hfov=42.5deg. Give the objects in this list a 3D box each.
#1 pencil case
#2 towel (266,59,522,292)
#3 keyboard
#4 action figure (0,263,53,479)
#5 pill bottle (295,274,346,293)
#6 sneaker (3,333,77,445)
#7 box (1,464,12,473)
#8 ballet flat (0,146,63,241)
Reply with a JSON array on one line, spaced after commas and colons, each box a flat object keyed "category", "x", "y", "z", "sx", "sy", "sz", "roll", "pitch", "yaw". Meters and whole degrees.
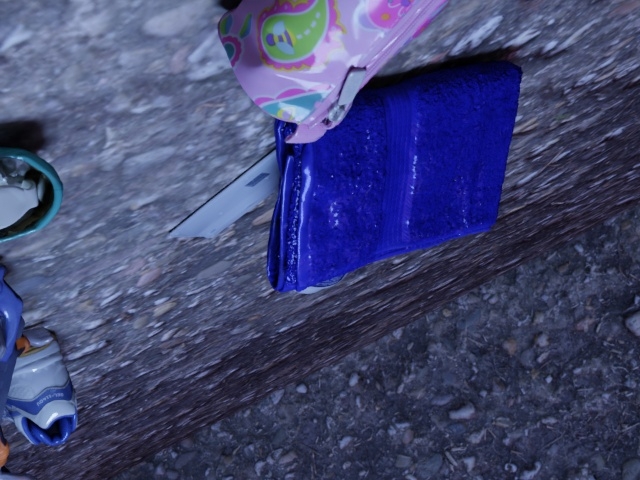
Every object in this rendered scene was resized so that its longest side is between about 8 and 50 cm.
[{"category": "pencil case", "x": 0.050, "y": -0.185, "z": 0.531, "sx": 0.124, "sy": 0.124, "sz": 0.284, "roll": -9, "pitch": 156, "yaw": -48}, {"category": "towel", "x": 0.089, "y": -0.067, "z": 0.902, "sx": 0.308, "sy": 0.076, "sz": 0.227, "roll": -19, "pitch": 134, "yaw": -29}, {"category": "keyboard", "x": -0.066, "y": -0.070, "z": 0.930, "sx": 0.256, "sy": 0.014, "sz": 0.072, "roll": -35, "pitch": 158, "yaw": 28}, {"category": "action figure", "x": -0.403, "y": 0.196, "z": 0.847, "sx": 0.179, "sy": 0.341, "sz": 0.330, "roll": 9, "pitch": 162, "yaw": 12}, {"category": "pill bottle", "x": 0.000, "y": 0.000, "z": 1.072, "sx": 0.112, "sy": 0.112, "sz": 0.186, "roll": -20, "pitch": 163, "yaw": -23}, {"category": "sneaker", "x": -0.405, "y": 0.238, "z": 1.165, "sx": 0.112, "sy": 0.131, "sz": 0.296, "roll": -21, "pitch": 166, "yaw": -24}, {"category": "box", "x": -0.628, "y": 0.411, "z": 1.082, "sx": 0.312, "sy": 0.179, "sz": 0.343, "roll": -51, "pitch": 162, "yaw": 4}, {"category": "ballet flat", "x": -0.291, "y": -0.020, "z": 0.566, "sx": 0.247, "sy": 0.083, "sz": 0.087, "roll": -19, "pitch": -163, "yaw": -40}]
